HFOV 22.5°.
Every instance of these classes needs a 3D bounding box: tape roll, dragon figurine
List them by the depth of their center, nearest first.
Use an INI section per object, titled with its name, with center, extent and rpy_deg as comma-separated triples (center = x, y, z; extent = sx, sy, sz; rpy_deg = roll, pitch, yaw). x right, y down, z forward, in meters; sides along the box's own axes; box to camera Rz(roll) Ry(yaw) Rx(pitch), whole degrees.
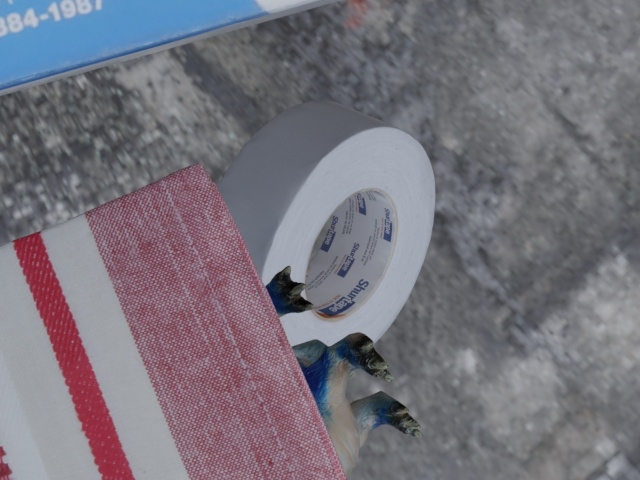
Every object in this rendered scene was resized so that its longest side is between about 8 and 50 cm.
[dragon figurine]
center = -0.045, 0.096, 0.869
extent = 0.144, 0.289, 0.085
rpy_deg = -35, 127, -12
[tape roll]
center = 0.000, 0.000, 1.311
extent = 0.219, 0.072, 0.219
rpy_deg = -31, 132, -41

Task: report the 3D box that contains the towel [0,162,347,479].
[towel]
center = -0.153, 0.135, 0.685
extent = 0.329, 0.237, 0.037
rpy_deg = -23, 168, -2

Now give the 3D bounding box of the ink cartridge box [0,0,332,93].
[ink cartridge box]
center = -0.101, -0.263, 0.582
extent = 0.285, 0.166, 0.395
rpy_deg = -18, 98, -16
